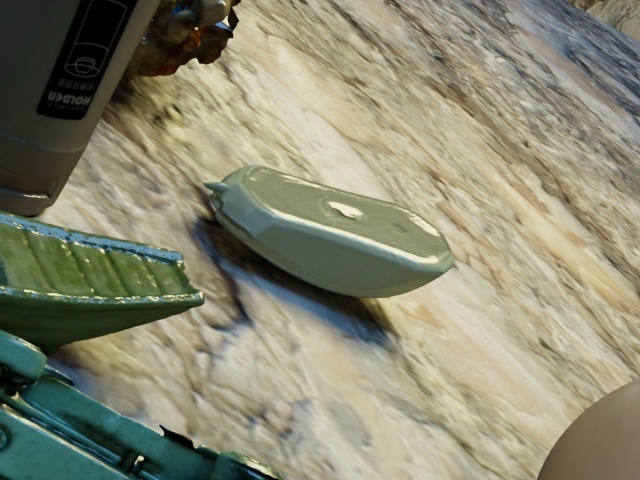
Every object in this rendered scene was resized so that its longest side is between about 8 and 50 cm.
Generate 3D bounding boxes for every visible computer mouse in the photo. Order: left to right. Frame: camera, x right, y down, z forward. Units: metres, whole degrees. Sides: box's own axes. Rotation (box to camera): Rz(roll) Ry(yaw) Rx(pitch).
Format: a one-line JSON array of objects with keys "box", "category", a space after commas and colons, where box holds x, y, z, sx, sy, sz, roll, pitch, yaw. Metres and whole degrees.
[{"box": [0.000, 0.000, 1.054, 0.181, 0.056, 0.089, 16, 22, -20], "category": "computer mouse"}]

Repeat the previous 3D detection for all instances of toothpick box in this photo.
[{"box": [-0.161, -0.117, 0.891, 0.111, 0.181, 0.111, 28, 19, -10], "category": "toothpick box"}]

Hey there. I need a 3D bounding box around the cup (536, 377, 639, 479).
[{"box": [0.187, 0.206, 0.693, 0.253, 0.191, 0.200, 65, 20, -9], "category": "cup"}]

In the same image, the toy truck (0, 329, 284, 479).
[{"box": [-0.093, 0.100, 0.646, 0.154, 0.080, 0.078, 29, -8, -13], "category": "toy truck"}]

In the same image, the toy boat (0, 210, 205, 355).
[{"box": [-0.191, 0.000, 0.745, 0.293, 0.055, 0.093, 20, 22, -33], "category": "toy boat"}]

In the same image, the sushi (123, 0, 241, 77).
[{"box": [-0.161, -0.213, 1.140, 0.225, 0.219, 0.238, -5, 29, 15], "category": "sushi"}]
